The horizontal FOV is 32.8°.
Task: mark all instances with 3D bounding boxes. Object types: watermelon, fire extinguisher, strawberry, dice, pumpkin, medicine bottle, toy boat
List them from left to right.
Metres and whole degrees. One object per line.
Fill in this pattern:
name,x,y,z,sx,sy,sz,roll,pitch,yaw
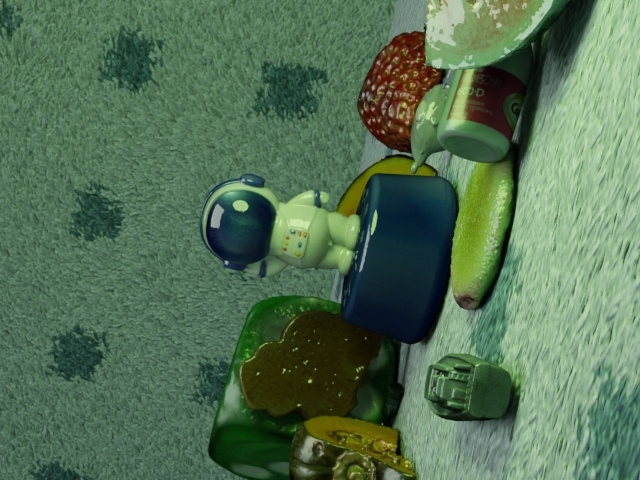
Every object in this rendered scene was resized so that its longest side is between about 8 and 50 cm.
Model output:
dice,-0.030,0.288,1.992,0.300,0.297,0.287,107,177,-59
pumpkin,0.092,0.007,1.940,0.148,0.169,0.312,135,147,-79
pumpkin,0.081,0.371,1.680,0.281,0.190,0.139,16,96,43
fire extinguisher,0.120,0.273,1.829,0.038,0.025,0.083,-45,-25,-49
strawberry,0.150,-0.270,2.128,0.253,0.150,0.280,105,177,-52
toy boat,0.149,0.164,1.224,0.260,0.085,0.078,129,151,-82
medicine bottle,0.213,-0.208,1.330,0.090,0.090,0.216,115,174,-75
watermelon,0.240,-0.343,1.201,0.175,0.188,0.321,-19,-57,-44

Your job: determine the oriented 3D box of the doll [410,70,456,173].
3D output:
doll,0.199,-0.213,1.793,0.227,0.075,0.102,-66,-10,16

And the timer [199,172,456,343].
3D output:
timer,0.000,0.000,1.711,0.270,0.384,0.270,-169,90,-86

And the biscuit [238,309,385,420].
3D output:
biscuit,0.018,0.194,1.824,0.320,0.183,0.047,-40,-2,-11

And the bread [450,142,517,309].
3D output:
bread,0.203,-0.022,1.392,0.228,0.034,0.228,-169,90,-86
